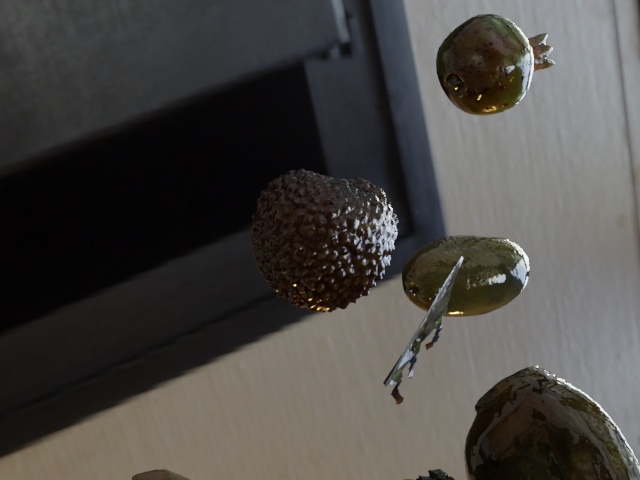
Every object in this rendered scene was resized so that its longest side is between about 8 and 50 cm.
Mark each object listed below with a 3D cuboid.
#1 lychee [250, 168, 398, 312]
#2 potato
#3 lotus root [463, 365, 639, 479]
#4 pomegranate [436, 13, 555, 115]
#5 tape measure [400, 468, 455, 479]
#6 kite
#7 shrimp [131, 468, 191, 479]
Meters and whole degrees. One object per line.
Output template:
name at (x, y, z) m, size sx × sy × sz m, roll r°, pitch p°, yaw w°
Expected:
lychee at (0.000, 0.000, 1.715) m, size 0.188 × 0.188 × 0.188 m, roll -10°, pitch -153°, yaw 5°
potato at (0.251, 0.062, 2.474) m, size 0.251 × 0.159 × 0.174 m, roll -13°, pitch 159°, yaw -28°
lotus root at (0.321, 0.327, 2.070) m, size 0.149 × 0.260 × 0.267 m, roll -11°, pitch 164°, yaw -44°
pomegranate at (0.273, -0.276, 2.139) m, size 0.205 × 0.159 × 0.159 m, roll -17°, pitch -155°, yaw -30°
tape measure at (0.145, 0.428, 1.998) m, size 0.112 × 0.199 × 0.186 m, roll 8°, pitch 164°, yaw -9°
kite at (0.095, 0.101, 1.333) m, size 0.015 × 0.245 × 0.141 m, roll 33°, pitch -105°, yaw 12°
shrimp at (-0.212, 0.448, 1.895) m, size 0.145 × 0.061 × 0.267 m, roll 1°, pitch -114°, yaw -12°
